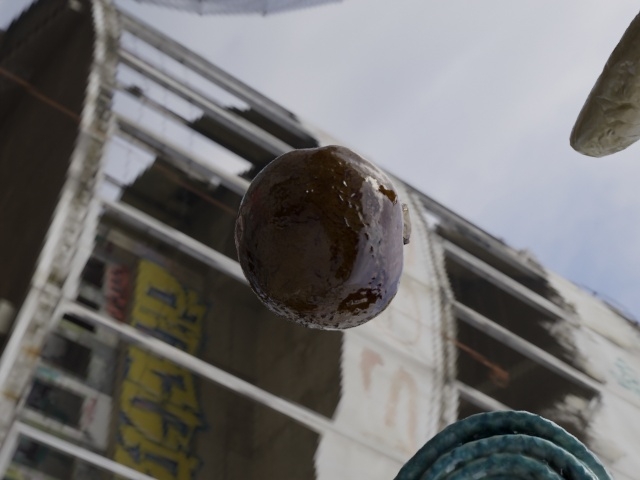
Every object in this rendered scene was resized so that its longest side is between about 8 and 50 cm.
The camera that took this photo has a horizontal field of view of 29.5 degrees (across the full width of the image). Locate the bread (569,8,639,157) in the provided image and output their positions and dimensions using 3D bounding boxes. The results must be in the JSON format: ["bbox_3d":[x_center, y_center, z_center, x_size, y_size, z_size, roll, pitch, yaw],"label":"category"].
[{"bbox_3d":[0.236,-0.124,0.864,0.073,0.053,0.214,-45,165,-27],"label":"bread"}]

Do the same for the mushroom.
[{"bbox_3d":[0.000,0.000,0.814,0.127,0.127,0.087,-52,177,18],"label":"mushroom"}]

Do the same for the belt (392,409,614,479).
[{"bbox_3d":[-0.007,0.185,0.396,0.302,0.087,0.072,-48,161,-12],"label":"belt"}]
